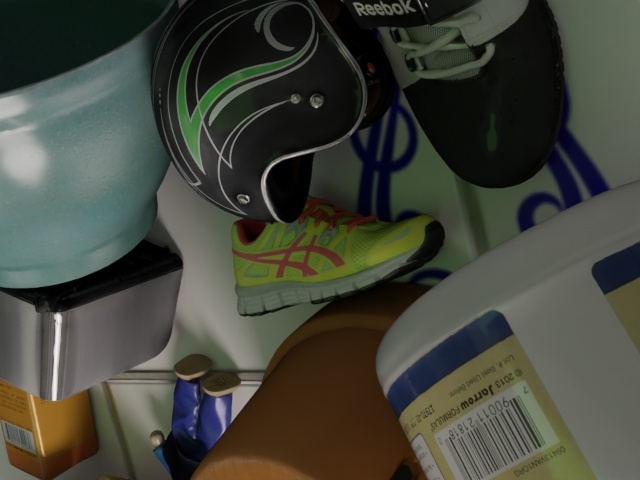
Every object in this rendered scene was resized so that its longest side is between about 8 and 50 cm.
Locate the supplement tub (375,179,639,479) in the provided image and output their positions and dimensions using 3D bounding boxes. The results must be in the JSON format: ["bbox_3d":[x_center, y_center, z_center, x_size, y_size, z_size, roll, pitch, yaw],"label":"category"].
[{"bbox_3d":[0.193,0.148,0.497,0.228,0.228,0.316,-43,66,39],"label":"supplement tub"}]

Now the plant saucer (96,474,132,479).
[{"bbox_3d":[-0.148,0.446,1.007,0.333,0.081,0.332,41,126,18],"label":"plant saucer"}]

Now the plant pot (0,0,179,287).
[{"bbox_3d":[-0.241,-0.086,0.752,0.293,0.293,0.196,15,131,32],"label":"plant pot"}]

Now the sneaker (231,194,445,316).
[{"bbox_3d":[0.000,0.000,0.722,0.209,0.081,0.094,-15,90,37],"label":"sneaker"}]

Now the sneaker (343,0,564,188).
[{"bbox_3d":[0.054,-0.178,0.569,0.122,0.146,0.330,-10,103,38],"label":"sneaker"}]

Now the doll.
[{"bbox_3d":[-0.119,0.212,0.914,0.129,0.046,0.189,25,121,28],"label":"doll"}]

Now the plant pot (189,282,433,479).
[{"bbox_3d":[0.034,0.200,0.693,0.291,0.203,0.290,14,115,33],"label":"plant pot"}]

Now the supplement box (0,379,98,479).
[{"bbox_3d":[-0.314,0.142,1.014,0.080,0.078,0.233,12,114,37],"label":"supplement box"}]

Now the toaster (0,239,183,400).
[{"bbox_3d":[-0.247,0.053,0.859,0.168,0.186,0.110,20,114,29],"label":"toaster"}]

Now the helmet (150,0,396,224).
[{"bbox_3d":[-0.040,-0.102,0.650,0.162,0.169,0.169,-34,86,20],"label":"helmet"}]
